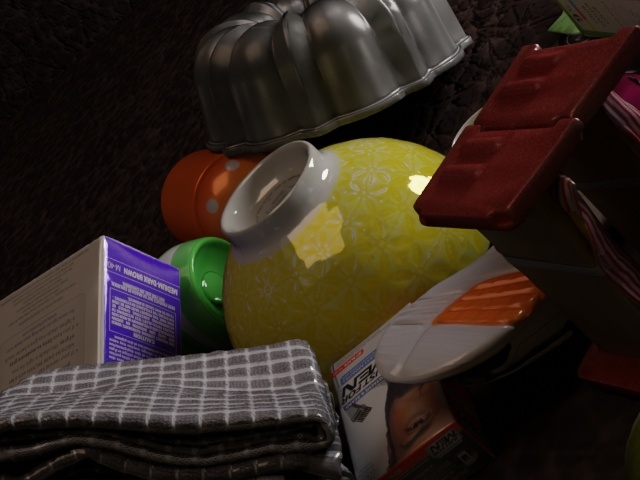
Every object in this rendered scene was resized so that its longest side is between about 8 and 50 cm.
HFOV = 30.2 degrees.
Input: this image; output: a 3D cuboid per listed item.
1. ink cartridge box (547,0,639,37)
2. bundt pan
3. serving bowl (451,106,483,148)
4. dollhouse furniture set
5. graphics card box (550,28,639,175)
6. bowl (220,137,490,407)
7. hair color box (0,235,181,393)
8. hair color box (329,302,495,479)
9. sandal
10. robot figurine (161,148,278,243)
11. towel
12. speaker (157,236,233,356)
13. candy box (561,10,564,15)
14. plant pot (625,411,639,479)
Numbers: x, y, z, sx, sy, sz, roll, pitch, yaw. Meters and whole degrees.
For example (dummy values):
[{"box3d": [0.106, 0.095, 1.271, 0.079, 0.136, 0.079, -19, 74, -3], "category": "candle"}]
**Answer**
[{"box3d": [0.250, -0.214, 0.921, 0.109, 0.062, 0.209, -49, 24, -5], "category": "ink cartridge box"}, {"box3d": [-0.004, -0.224, 1.351, 0.331, 0.124, 0.331, -21, 20, 8], "category": "bundt pan"}, {"box3d": [0.167, -0.099, 1.142, 0.083, 0.027, 0.083, -37, 26, 22], "category": "serving bowl"}, {"box3d": [0.248, -0.005, 0.667, 0.152, 0.201, 0.374, -54, 25, -15], "category": "dollhouse furniture set"}, {"box3d": [0.321, -0.137, 0.880, 0.232, 0.094, 0.371, -52, 24, -10], "category": "graphics card box"}, {"box3d": [0.000, 0.000, 1.107, 0.289, 0.156, 0.289, -36, 28, 22], "category": "bowl"}, {"box3d": [-0.223, 0.188, 1.109, 0.185, 0.110, 0.338, -29, 50, 33], "category": "hair color box"}, {"box3d": [0.066, 0.131, 0.928, 0.093, 0.053, 0.167, -40, 27, 12], "category": "hair color box"}, {"box3d": [0.154, 0.050, 0.897, 0.102, 0.076, 0.265, 5, 33, 47], "category": "sandal"}, {"box3d": [-0.103, -0.045, 1.368, 0.158, 0.128, 0.219, -22, 15, -26], "category": "robot figurine"}, {"box3d": [-0.118, 0.152, 0.869, 0.284, 0.121, 0.235, -5, 1, -4], "category": "towel"}, {"box3d": [-0.203, 0.105, 1.304, 0.297, 0.131, 0.131, -30, 30, 33], "category": "speaker"}, {"box3d": [0.289, -0.304, 1.165, 0.109, 0.053, 0.186, 103, -174, -51], "category": "candy box"}, {"box3d": [0.258, 0.181, 0.356, 0.275, 0.275, 0.293, -30, 46, 32], "category": "plant pot"}]
